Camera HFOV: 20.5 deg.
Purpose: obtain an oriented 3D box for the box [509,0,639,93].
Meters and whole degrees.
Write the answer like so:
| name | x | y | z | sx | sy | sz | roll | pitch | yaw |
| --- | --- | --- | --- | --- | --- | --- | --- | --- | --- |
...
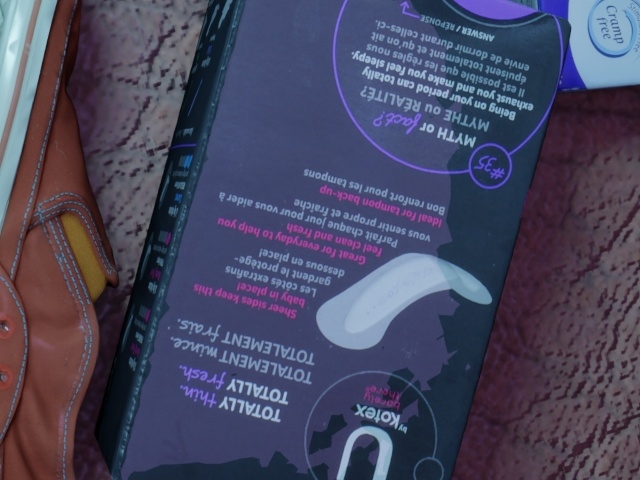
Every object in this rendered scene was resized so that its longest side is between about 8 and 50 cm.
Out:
| name | x | y | z | sx | sy | sz | roll | pitch | yaw |
| --- | --- | --- | --- | --- | --- | --- | --- | --- | --- |
| box | 0.170 | -0.146 | 0.958 | 0.137 | 0.072 | 0.126 | -7 | 93 | -11 |

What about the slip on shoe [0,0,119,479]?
| name | x | y | z | sx | sy | sz | roll | pitch | yaw |
| --- | --- | --- | --- | --- | --- | --- | --- | --- | --- |
| slip on shoe | -0.154 | -0.002 | 0.891 | 0.101 | 0.123 | 0.331 | 5 | 90 | -33 |

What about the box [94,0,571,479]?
| name | x | y | z | sx | sy | sz | roll | pitch | yaw |
| --- | --- | --- | --- | --- | --- | --- | --- | --- | --- |
| box | 0.000 | 0.000 | 0.893 | 0.165 | 0.143 | 0.270 | 16 | 89 | -11 |
